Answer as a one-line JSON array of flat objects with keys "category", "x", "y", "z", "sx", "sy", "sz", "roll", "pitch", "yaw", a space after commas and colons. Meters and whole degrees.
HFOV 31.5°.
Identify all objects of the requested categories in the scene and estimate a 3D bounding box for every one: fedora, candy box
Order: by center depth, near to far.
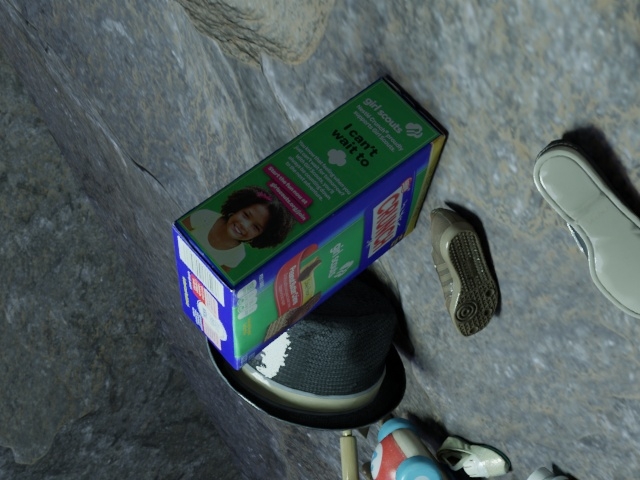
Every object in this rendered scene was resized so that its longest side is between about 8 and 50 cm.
[{"category": "candy box", "x": -0.017, "y": -0.016, "z": 1.386, "sx": 0.122, "sy": 0.317, "sz": 0.268, "roll": 46, "pitch": 161, "yaw": 16}, {"category": "fedora", "x": -0.002, "y": 0.139, "z": 1.742, "sx": 0.334, "sy": 0.334, "sz": 0.152, "roll": 44, "pitch": 129, "yaw": 26}]

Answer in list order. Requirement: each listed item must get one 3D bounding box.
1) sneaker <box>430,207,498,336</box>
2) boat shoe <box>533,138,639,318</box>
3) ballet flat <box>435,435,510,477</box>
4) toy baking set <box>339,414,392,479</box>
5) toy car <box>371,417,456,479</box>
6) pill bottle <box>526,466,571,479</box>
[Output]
[{"category": "sneaker", "x": 0.178, "y": 0.037, "z": 1.438, "sx": 0.071, "sy": 0.066, "sz": 0.188, "roll": -123, "pitch": 15, "yaw": -49}, {"category": "boat shoe", "x": 0.283, "y": -0.015, "z": 1.116, "sx": 0.206, "sy": 0.075, "sz": 0.065, "roll": 52, "pitch": -155, "yaw": -12}, {"category": "ballet flat", "x": 0.243, "y": 0.358, "z": 1.830, "sx": 0.057, "sy": 0.052, "sz": 0.168, "roll": 58, "pitch": 160, "yaw": -13}, {"category": "toy baking set", "x": 0.104, "y": 0.415, "z": 2.041, "sx": 0.030, "sy": 0.256, "sz": 0.197, "roll": -15, "pitch": 158, "yaw": 38}, {"category": "toy car", "x": 0.116, "y": 0.458, "z": 1.913, "sx": 0.210, "sy": 0.238, "sz": 0.219, "roll": 51, "pitch": -179, "yaw": -13}, {"category": "pill bottle", "x": 0.346, "y": 0.374, "z": 1.596, "sx": 0.120, "sy": 0.067, "sz": 0.067, "roll": 38, "pitch": 156, "yaw": 37}]
